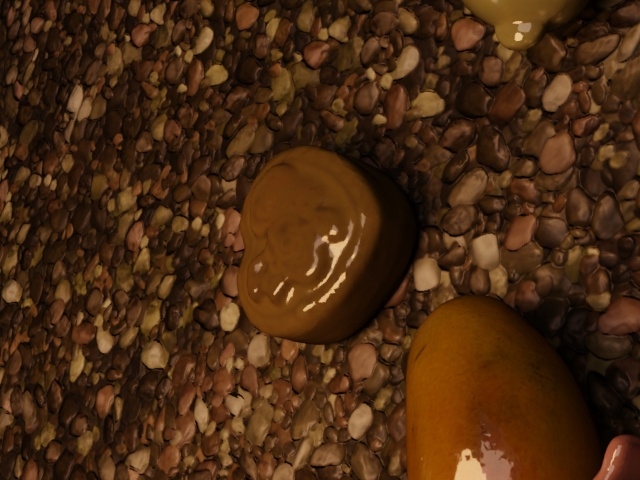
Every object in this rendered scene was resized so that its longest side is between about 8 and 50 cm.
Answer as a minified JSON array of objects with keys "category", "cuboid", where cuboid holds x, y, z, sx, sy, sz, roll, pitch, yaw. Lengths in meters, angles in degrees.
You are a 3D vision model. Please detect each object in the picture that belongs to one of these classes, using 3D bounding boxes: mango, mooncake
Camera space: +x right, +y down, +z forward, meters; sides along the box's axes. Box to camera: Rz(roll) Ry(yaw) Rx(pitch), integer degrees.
[{"category":"mango","cuboid":[0.164,0.184,1.068,0.211,0.173,0.317,103,160,-48]},{"category":"mooncake","cuboid":[0.000,0.000,1.316,0.235,0.117,0.235,-18,64,41]}]

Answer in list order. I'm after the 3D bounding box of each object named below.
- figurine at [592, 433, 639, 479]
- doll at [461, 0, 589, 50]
[{"category":"figurine","cuboid":[0.379,0.082,0.914,0.193,0.154,0.421,33,99,48]},{"category":"doll","cuboid":[0.246,-0.330,1.152,0.261,0.161,0.177,-48,52,19]}]
